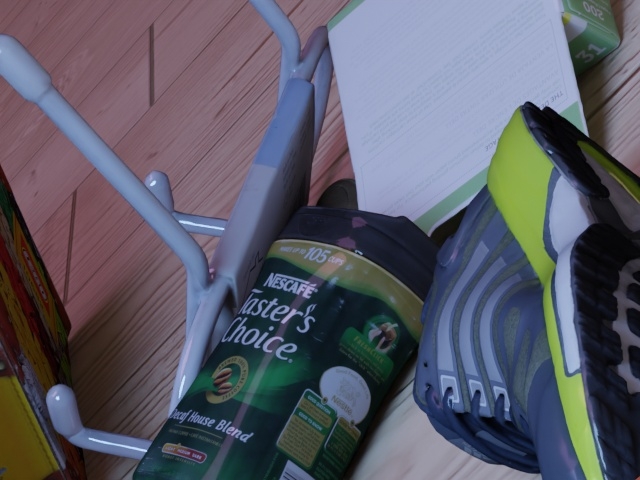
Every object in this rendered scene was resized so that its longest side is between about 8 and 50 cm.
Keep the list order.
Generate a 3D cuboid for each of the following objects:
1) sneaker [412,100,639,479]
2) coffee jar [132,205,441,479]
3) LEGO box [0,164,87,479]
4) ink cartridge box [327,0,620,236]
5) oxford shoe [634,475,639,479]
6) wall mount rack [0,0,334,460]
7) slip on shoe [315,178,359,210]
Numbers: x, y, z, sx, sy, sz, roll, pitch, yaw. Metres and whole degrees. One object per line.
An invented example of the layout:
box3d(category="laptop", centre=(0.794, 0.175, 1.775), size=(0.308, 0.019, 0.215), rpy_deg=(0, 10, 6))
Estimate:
box3d(category="sneaker", centre=(0.100, 0.053, 0.754), size=(0.121, 0.111, 0.300), rpy_deg=(-56, 11, 19))
box3d(category="coffee jar", centre=(-0.011, 0.068, 0.967), size=(0.096, 0.079, 0.184), rpy_deg=(5, 59, 53))
box3d(category="LEGO box", centre=(-0.419, 0.143, 1.282), size=(0.500, 0.193, 0.372), rpy_deg=(-23, 21, -3))
box3d(category="ink cartridge box", centre=(0.088, -0.073, 1.059), size=(0.171, 0.056, 0.235), rpy_deg=(-37, 48, 35))
box3d(category="oxford shoe", centre=(0.097, 0.200, 0.525), size=(0.098, 0.097, 0.271), rpy_deg=(64, -139, -62))
box3d(category="wall mount rack", centre=(-0.085, -0.046, 1.102), size=(0.350, 0.130, 0.304), rpy_deg=(-71, -11, -45))
box3d(category="slip on shoe", centre=(0.000, 0.000, 1.134), size=(0.051, 0.041, 0.135), rpy_deg=(-39, 23, 31))
